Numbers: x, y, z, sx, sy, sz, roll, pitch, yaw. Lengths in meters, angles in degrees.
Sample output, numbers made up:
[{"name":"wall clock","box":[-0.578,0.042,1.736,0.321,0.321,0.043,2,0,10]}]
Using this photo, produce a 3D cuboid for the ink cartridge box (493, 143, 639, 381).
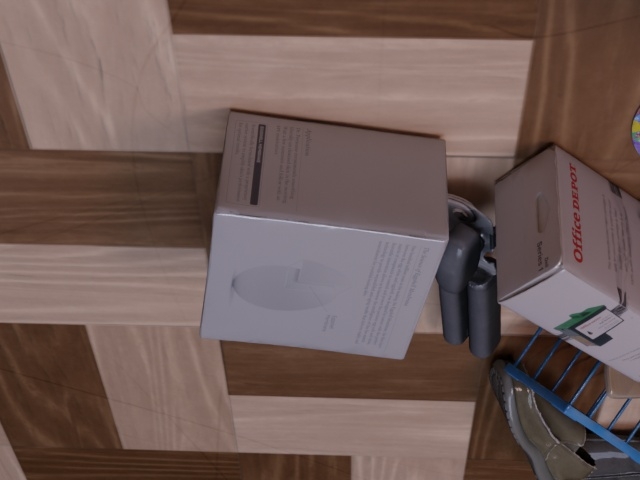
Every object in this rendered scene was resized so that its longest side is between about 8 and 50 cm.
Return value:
[{"name":"ink cartridge box","box":[0.283,0.026,1.285,0.219,0.160,0.093,29,137,-29]}]

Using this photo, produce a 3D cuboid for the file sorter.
[{"name":"file sorter","box":[0.331,0.171,1.496,0.170,0.118,0.104,34,90,-35]}]

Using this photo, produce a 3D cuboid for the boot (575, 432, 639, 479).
[{"name":"boot","box":[0.419,0.324,1.744,0.209,0.076,0.189,-13,126,10]}]

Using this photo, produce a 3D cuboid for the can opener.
[{"name":"can opener","box":[0.154,0.047,1.383,0.074,0.093,0.280,28,156,25]}]

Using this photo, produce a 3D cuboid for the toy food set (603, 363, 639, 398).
[{"name":"toy food set","box":[0.488,0.106,1.363,0.220,0.092,0.306,5,153,-42]}]

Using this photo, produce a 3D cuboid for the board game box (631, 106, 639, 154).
[{"name":"board game box","box":[0.389,-0.103,1.211,0.169,0.033,0.133,-19,138,26]}]

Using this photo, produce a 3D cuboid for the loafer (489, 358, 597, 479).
[{"name":"loafer","box":[0.291,0.234,1.620,0.087,0.094,0.251,-26,128,7]}]

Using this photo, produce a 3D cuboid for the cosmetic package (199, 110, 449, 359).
[{"name":"cosmetic package","box":[0.000,0.000,1.289,0.225,0.138,0.224,8,143,-5]}]
